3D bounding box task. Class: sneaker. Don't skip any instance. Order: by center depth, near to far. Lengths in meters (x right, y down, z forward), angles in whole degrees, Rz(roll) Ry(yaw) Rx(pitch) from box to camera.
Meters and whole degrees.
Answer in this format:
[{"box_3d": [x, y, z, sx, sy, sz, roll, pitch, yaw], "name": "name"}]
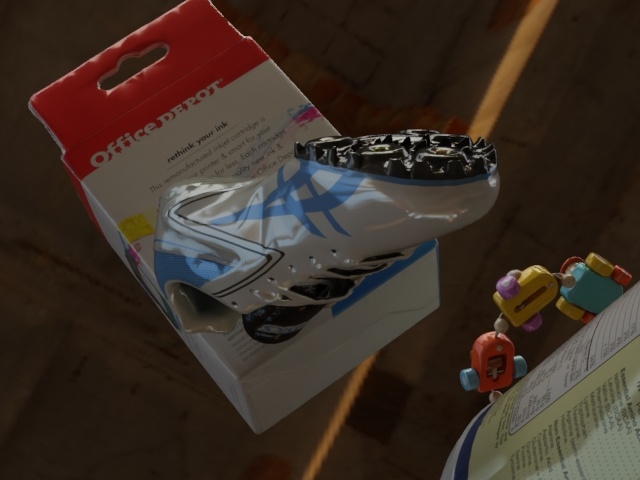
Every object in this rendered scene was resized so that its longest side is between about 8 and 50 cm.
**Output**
[{"box_3d": [0.000, 0.000, 0.634, 0.085, 0.237, 0.086, -7, -93, -32], "name": "sneaker"}]

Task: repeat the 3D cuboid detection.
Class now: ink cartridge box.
[{"box_3d": [-0.052, -0.022, 0.828, 0.134, 0.078, 0.231, -34, -118, -12], "name": "ink cartridge box"}]

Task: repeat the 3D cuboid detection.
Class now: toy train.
[{"box_3d": [0.193, 0.069, 1.255, 0.166, 0.046, 0.125, -16, -56, -15], "name": "toy train"}]

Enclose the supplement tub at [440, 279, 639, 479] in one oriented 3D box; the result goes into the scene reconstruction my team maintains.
[{"box_3d": [0.235, 0.109, 0.709, 0.235, 0.325, 0.235, 22, -136, -23], "name": "supplement tub"}]
